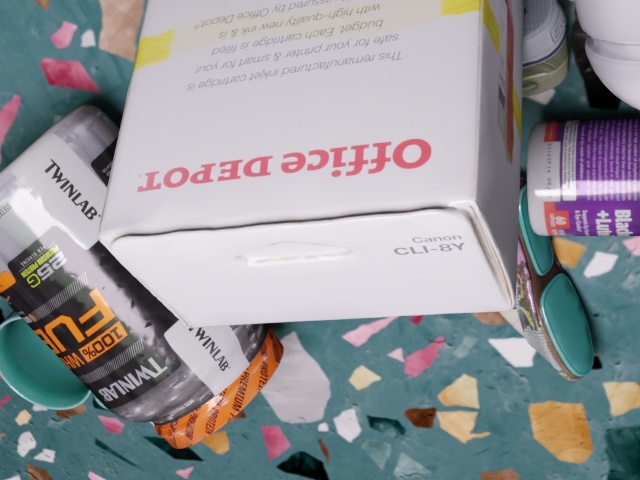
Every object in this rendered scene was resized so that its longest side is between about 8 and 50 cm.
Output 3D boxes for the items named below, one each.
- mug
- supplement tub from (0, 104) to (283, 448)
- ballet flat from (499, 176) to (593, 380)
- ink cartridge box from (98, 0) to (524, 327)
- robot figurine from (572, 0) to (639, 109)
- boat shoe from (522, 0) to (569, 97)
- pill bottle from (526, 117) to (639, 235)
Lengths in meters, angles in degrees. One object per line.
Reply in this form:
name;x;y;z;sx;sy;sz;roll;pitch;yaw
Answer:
mug;-0.298;0.129;1.329;0.129;0.097;0.158;-16;114;25
supplement tub;-0.206;0.043;1.183;0.207;0.207;0.338;-34;104;31
ballet flat;0.207;0.040;1.133;0.079;0.077;0.222;-8;112;43
ink cartridge box;0.010;-0.136;0.891;0.279;0.385;0.160;-5;149;20
robot figurine;0.285;-0.242;0.860;0.300;0.199;0.354;21;135;56
boat shoe;0.079;-0.153;1.037;0.302;0.109;0.094;-5;142;23
pill bottle;0.289;-0.057;1.020;0.193;0.108;0.108;0;119;19
